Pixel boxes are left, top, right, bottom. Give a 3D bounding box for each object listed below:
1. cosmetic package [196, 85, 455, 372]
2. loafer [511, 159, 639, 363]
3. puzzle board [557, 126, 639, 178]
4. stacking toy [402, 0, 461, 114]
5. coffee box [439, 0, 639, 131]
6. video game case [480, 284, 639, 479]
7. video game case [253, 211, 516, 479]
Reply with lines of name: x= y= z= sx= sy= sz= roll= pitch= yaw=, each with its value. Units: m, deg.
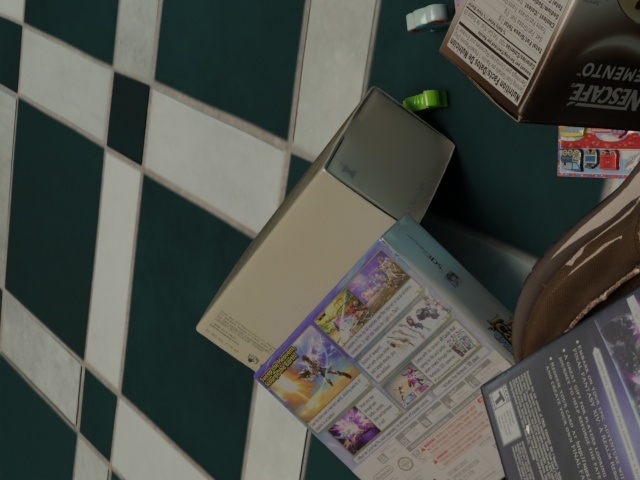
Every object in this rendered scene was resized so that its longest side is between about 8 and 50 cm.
cosmetic package: x=0.000 y=0.000 z=1.292 sx=0.113 sy=0.160 sz=0.309 roll=36 pitch=135 yaw=-6
loafer: x=0.279 y=0.016 z=0.946 sx=0.130 sy=0.134 sz=0.366 roll=59 pitch=136 yaw=33
puzzle board: x=0.259 y=-0.103 z=1.070 sx=0.128 sy=0.011 sz=0.096 roll=7 pitch=98 yaw=53
stacking toy: x=0.135 y=-0.229 z=1.197 sx=0.221 sy=0.052 sz=0.167 roll=-15 pitch=81 yaw=55
coffee box: x=0.239 y=-0.242 z=0.943 sx=0.119 sy=0.168 sz=0.297 roll=50 pitch=129 yaw=40
video game case: x=0.235 y=0.144 z=0.890 sx=0.274 sy=0.026 sz=0.196 roll=-42 pitch=52 yaw=44
video game case: x=0.092 y=0.140 z=1.185 sx=0.244 sy=0.061 sz=0.269 roll=43 pitch=134 yaw=2
